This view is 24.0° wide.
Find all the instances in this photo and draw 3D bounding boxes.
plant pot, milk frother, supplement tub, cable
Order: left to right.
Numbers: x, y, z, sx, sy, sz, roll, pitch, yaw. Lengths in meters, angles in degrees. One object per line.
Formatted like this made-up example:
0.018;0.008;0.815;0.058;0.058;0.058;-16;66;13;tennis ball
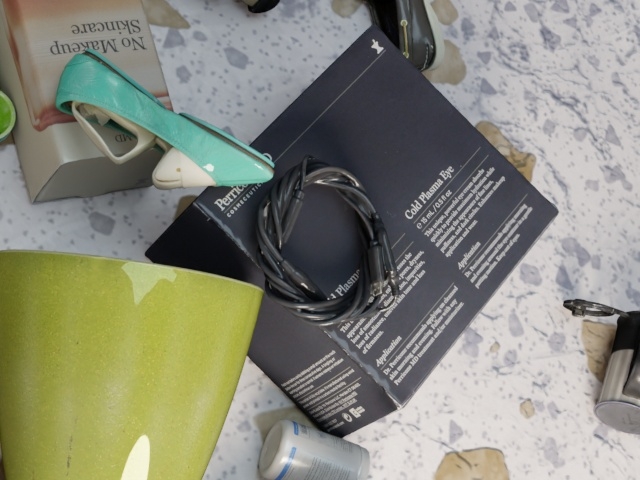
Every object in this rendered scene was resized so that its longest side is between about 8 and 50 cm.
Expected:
-0.212;0.176;1.502;0.274;0.275;0.294;11;82;-22;plant pot
-0.007;0.245;1.661;0.107;0.071;0.071;23;63;-16;supplement tub
0.000;0.000;1.572;0.150;0.047;0.184;-10;78;-23;cable
0.363;0.149;1.872;0.143;0.129;0.135;7;58;24;milk frother

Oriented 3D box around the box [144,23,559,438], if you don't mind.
0.039;-0.010;1.718;0.312;0.179;0.343;46;59;-4;box

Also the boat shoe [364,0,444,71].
0.089;-0.321;1.918;0.068;0.081;0.228;-14;80;-33;boat shoe

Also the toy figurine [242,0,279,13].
-0.068;-0.401;1.801;0.148;0.209;0.213;23;63;-22;toy figurine

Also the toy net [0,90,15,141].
-0.451;-0.141;1.613;0.232;0.045;0.122;-13;77;-29;toy net

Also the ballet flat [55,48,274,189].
-0.168;-0.102;1.546;0.247;0.083;0.087;31;79;8;ballet flat

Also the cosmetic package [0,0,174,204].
-0.273;-0.206;1.673;0.153;0.129;0.296;-12;77;-29;cosmetic package
